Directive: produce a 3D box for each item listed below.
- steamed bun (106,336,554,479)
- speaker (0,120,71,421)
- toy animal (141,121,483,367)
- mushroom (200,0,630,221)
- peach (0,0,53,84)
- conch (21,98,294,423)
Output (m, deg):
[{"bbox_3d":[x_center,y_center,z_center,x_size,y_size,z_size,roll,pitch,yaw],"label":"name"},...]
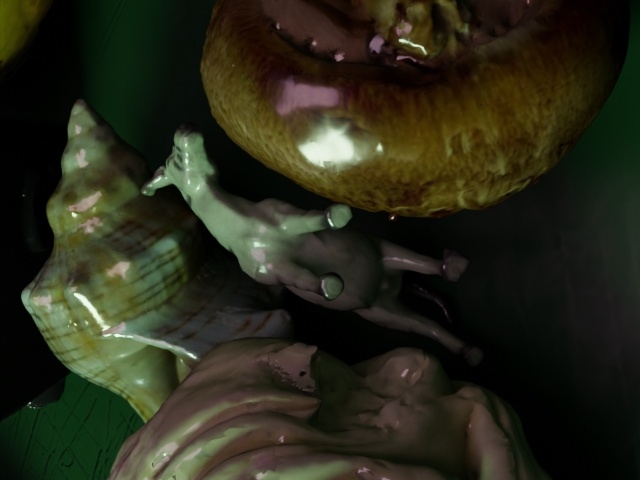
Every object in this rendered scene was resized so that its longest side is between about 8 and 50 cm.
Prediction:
[{"bbox_3d":[0.001,0.198,0.779,0.320,0.206,0.275,-11,105,14],"label":"steamed bun"},{"bbox_3d":[-0.334,0.028,1.069,0.232,0.184,0.254,4,100,10],"label":"speaker"},{"bbox_3d":[-0.003,0.005,0.847,0.176,0.217,0.073,24,87,59],"label":"toy animal"},{"bbox_3d":[0.052,-0.118,0.758,0.253,0.253,0.153,23,142,34],"label":"mushroom"},{"bbox_3d":[-0.372,-0.277,1.033,0.290,0.372,0.372,-42,67,3],"label":"peach"},{"bbox_3d":[-0.090,0.073,0.950,0.203,0.169,0.386,2,131,57],"label":"conch"}]
